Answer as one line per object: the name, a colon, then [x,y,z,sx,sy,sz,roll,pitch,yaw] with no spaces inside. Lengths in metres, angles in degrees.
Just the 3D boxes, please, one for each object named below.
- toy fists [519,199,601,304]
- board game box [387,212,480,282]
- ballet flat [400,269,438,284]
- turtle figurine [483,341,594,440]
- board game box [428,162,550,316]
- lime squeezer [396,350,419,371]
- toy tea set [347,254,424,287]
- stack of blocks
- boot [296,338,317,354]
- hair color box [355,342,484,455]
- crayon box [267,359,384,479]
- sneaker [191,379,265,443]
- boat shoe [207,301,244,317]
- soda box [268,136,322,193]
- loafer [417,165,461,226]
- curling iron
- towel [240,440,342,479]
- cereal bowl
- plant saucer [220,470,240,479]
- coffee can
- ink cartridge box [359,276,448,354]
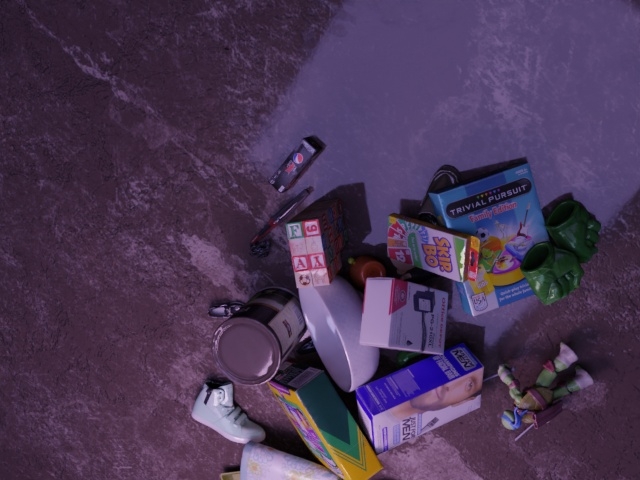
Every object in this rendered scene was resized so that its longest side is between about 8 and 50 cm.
toy fists: [0.613,0.034,1.601,0.142,0.279,0.096,48,154,-25]
board game box: [0.284,0.019,1.639,0.259,0.039,0.124,18,121,36]
ballet flat: [0.280,0.087,1.751,0.057,0.173,0.049,-47,63,50]
turtle figurine: [0.589,0.404,1.769,0.266,0.274,0.198,-36,69,1]
board game box: [0.455,-0.004,1.662,0.254,0.079,0.336,-19,100,-5]
lime squeezer: [0.273,0.377,1.852,0.110,0.059,0.310,13,131,19]
toy tea set: [0.210,0.162,1.825,0.200,0.124,0.336,-19,96,-11]
stack of blocks: [0.000,0.000,1.720,0.087,0.297,0.171,-7,102,15]
boot: [-0.002,0.342,1.943,0.121,0.045,0.099,-36,89,14]
hair color box: [0.272,0.431,1.740,0.339,0.110,0.185,-21,131,-16]
crayon box: [-0.003,0.511,1.833,0.106,0.363,0.313,-34,95,-18]
sneaker: [-0.281,0.543,2.047,0.256,0.094,0.151,22,106,8]
boat shoe: [-0.294,0.219,1.995,0.125,0.038,0.046,-2,103,16]
soda box: [-0.072,-0.214,1.811,0.053,0.060,0.169,43,111,3]
loafer: [0.312,-0.077,1.712,0.094,0.087,0.251,18,95,10]
curling iron: [-0.120,-0.050,1.880,0.068,0.035,0.274,40,111,-2]
towel: [-0.098,0.825,2.001,0.321,0.090,0.374,11,115,17]
cereal bowl: [0.068,0.237,1.768,0.141,0.339,0.339,-20,100,-16]
plant saucer: [-0.218,0.837,2.130,0.188,0.045,0.188,-14,101,18]
coffee can: [-0.167,0.269,1.847,0.202,0.275,0.201,4,104,14]
ink cartridge box: [0.220,0.198,1.648,0.100,0.237,0.172,-3,76,45]
